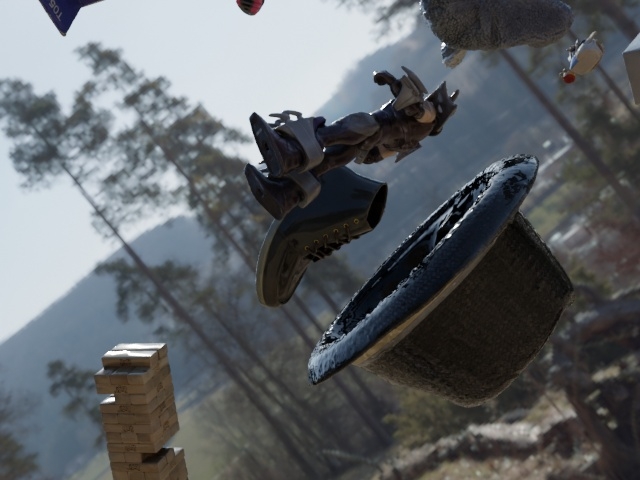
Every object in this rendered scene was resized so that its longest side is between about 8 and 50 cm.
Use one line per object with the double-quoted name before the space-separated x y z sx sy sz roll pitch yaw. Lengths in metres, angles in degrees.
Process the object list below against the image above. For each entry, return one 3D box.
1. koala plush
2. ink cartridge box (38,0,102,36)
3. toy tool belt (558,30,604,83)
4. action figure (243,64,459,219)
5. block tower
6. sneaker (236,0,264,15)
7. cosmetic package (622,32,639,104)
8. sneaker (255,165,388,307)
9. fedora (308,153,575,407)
"koala plush" 0.210 -0.347 1.421 0.203 0.196 0.221 -20 10 -13
"ink cartridge box" -0.356 -0.514 1.381 0.071 0.324 0.330 -5 48 21
"toy tool belt" 0.421 -0.296 1.594 0.083 0.052 0.051 129 156 -52
"action figure" 0.048 -0.130 1.182 0.285 0.099 0.185 -23 -21 -30
"block tower" -0.282 0.338 1.596 0.097 0.335 0.091 -3 15 20
"sneaker" -0.083 -0.363 1.347 0.057 0.047 0.119 -47 -20 -43
"cosmetic package" 0.610 -0.324 1.661 0.127 0.107 0.238 -4 24 40
"sneaker" 0.000 0.000 1.323 0.222 0.118 0.083 -67 -25 -2
"fedora" 0.136 0.070 0.983 0.334 0.152 0.334 -47 1 1
